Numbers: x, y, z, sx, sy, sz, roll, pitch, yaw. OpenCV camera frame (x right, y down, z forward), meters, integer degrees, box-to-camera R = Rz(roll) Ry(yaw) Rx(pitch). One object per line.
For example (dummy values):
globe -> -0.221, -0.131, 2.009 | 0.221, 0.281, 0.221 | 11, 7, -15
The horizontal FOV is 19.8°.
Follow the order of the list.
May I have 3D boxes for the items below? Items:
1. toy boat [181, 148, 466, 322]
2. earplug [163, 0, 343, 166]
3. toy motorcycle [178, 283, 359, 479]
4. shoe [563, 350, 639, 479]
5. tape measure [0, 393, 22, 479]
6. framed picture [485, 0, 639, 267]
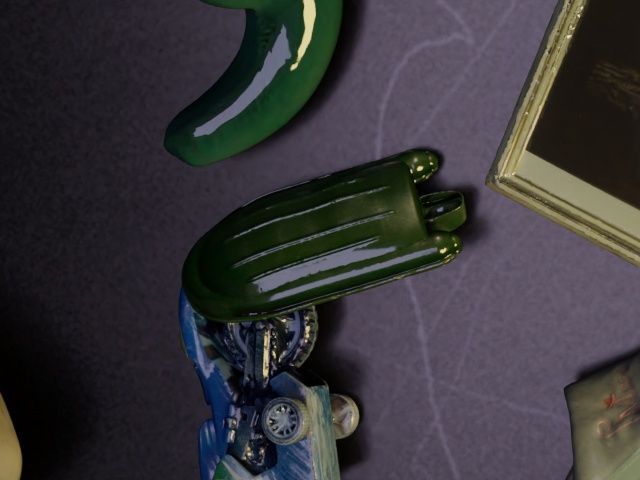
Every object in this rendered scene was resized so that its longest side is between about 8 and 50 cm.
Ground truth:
toy boat -> 0.000, 0.000, 1.291 | 0.210, 0.052, 0.104 | -18, 57, 6
earplug -> -0.104, -0.225, 1.290 | 0.280, 0.164, 0.257 | 39, 149, 21
toy motorcycle -> -0.050, 0.146, 1.334 | 0.135, 0.092, 0.254 | -9, 86, 26
shoe -> 0.200, 0.127, 1.262 | 0.078, 0.079, 0.195 | 33, 109, 2
tape measure -> -0.362, 0.157, 1.383 | 0.258, 0.130, 0.265 | -38, 63, 15
framed picture -> 0.268, -0.069, 1.203 | 0.293, 0.018, 0.231 | 29, 114, 21
